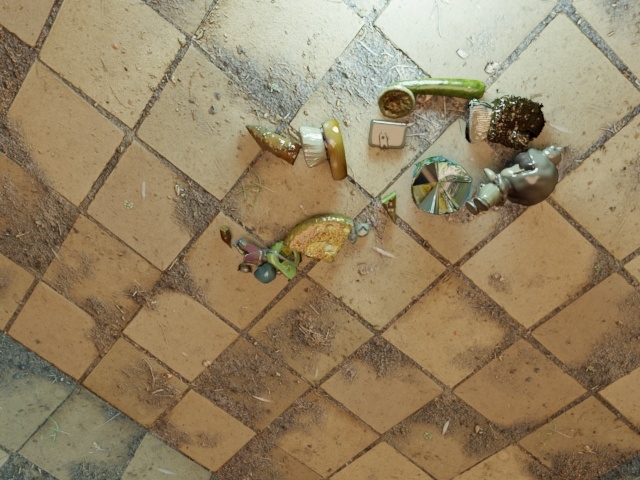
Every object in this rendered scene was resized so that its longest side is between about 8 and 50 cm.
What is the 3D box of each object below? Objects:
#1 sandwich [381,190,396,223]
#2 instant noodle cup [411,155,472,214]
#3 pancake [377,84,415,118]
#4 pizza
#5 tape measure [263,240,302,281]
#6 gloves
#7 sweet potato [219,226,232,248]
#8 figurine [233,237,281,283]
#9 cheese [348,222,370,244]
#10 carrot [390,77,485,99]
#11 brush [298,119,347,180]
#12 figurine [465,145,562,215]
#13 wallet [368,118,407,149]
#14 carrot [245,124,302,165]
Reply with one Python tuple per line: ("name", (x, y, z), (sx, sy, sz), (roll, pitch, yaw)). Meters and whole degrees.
("sandwich", (0.325, -0.144, 1.912), (0.074, 0.074, 0.116), (-30, 107, 18))
("instant noodle cup", (0.477, -0.237, 1.795), (0.240, 0.178, 0.240), (3, 114, 6))
("pancake", (0.299, -0.546, 1.747), (0.152, 0.025, 0.151), (9, 142, 7))
("pizza", (0.000, 0.000, 1.991), (0.335, 0.086, 0.226), (-19, 104, -1))
("tape measure", (-0.167, 0.078, 2.044), (0.177, 0.087, 0.154), (41, 84, -15))
("gloves", (0.716, -0.453, 1.698), (0.312, 0.135, 0.210), (-5, 108, 7))
("sweet potato", (-0.441, -0.011, 2.081), (0.049, 0.049, 0.117), (-10, 118, 11))
("figurine", (-0.323, 0.111, 2.086), (0.205, 0.103, 0.260), (-37, 106, 20))
("cheese", (0.176, -0.035, 2.003), (0.121, 0.026, 0.067), (-39, 103, 21))
("carrot", (0.454, -0.594, 1.708), (0.358, 0.074, 0.074), (6, 114, 8))
("brush", (0.016, -0.353, 1.801), (0.166, 0.174, 0.266), (-15, 122, 1))
("figurine", (0.752, -0.214, 1.703), (0.381, 0.203, 0.248), (-26, 149, -7))
("wallet", (0.276, -0.435, 1.813), (0.153, 0.039, 0.118), (5, 112, 4))
("carrot", (-0.203, -0.420, 1.860), (0.263, 0.102, 0.102), (31, 113, 0))
